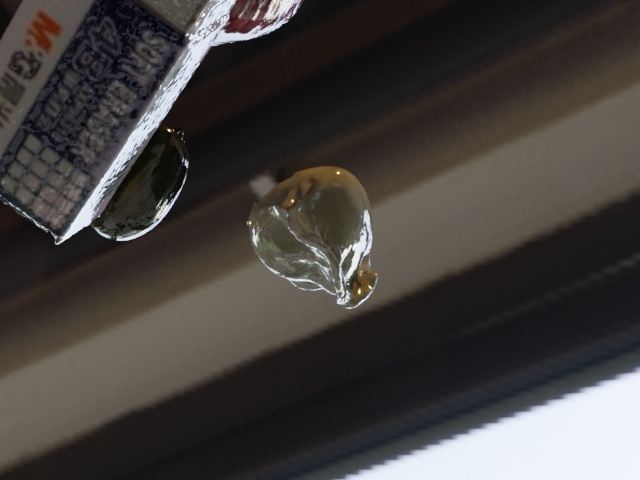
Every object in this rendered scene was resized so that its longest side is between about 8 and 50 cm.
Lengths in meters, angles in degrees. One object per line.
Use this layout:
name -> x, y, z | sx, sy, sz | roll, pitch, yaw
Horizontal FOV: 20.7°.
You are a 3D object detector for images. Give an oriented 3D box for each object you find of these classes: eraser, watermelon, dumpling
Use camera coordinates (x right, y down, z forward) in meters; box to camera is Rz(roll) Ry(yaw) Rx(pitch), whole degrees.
eraser -> -0.161, -0.140, 1.278 | 0.130, 0.086, 0.287 | 40, -57, 2
watermelon -> -0.152, -0.052, 1.438 | 0.078, 0.078, 0.111 | 35, -97, -26
dumpling -> 0.000, 0.000, 1.540 | 0.108, 0.188, 0.127 | -25, -86, 8

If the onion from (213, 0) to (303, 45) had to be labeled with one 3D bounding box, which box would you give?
onion -> -0.116, -0.242, 1.421 | 0.248, 0.248, 0.161 | 8, -64, -3
